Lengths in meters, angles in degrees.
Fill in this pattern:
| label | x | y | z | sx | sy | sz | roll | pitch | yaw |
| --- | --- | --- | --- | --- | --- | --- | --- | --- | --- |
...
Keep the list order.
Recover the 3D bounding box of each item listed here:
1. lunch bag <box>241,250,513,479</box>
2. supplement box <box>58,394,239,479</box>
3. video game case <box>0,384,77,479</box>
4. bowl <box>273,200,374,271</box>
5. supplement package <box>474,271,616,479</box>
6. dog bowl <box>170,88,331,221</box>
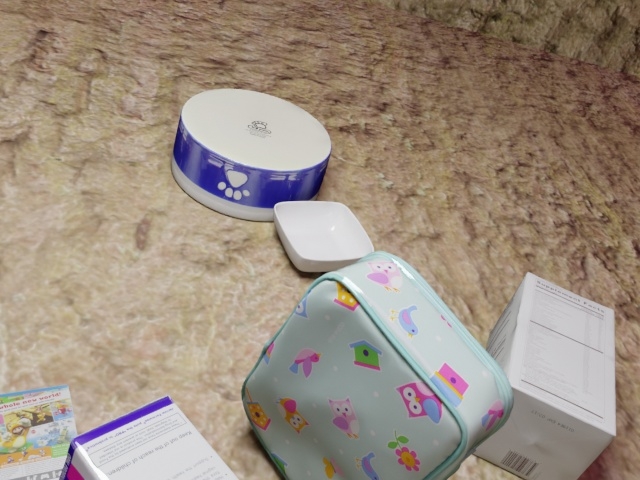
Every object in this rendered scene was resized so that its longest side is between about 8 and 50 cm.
| label | x | y | z | sx | sy | sz | roll | pitch | yaw |
| --- | --- | --- | --- | --- | --- | --- | --- | --- | --- |
| lunch bag | 0.045 | 0.166 | 0.670 | 0.108 | 0.279 | 0.224 | -26 | 67 | -44 |
| supplement box | -0.126 | 0.265 | 0.581 | 0.220 | 0.111 | 0.114 | 40 | 31 | 24 |
| video game case | -0.301 | 0.221 | 0.656 | 0.119 | 0.015 | 0.166 | -4 | 42 | -28 |
| bowl | 0.000 | 0.000 | 1.047 | 0.142 | 0.053 | 0.142 | -3 | 41 | -27 |
| supplement package | 0.297 | 0.180 | 0.883 | 0.139 | 0.133 | 0.244 | 25 | 37 | 8 |
| dog bowl | -0.118 | -0.154 | 1.146 | 0.265 | 0.104 | 0.264 | 13 | 37 | -10 |
